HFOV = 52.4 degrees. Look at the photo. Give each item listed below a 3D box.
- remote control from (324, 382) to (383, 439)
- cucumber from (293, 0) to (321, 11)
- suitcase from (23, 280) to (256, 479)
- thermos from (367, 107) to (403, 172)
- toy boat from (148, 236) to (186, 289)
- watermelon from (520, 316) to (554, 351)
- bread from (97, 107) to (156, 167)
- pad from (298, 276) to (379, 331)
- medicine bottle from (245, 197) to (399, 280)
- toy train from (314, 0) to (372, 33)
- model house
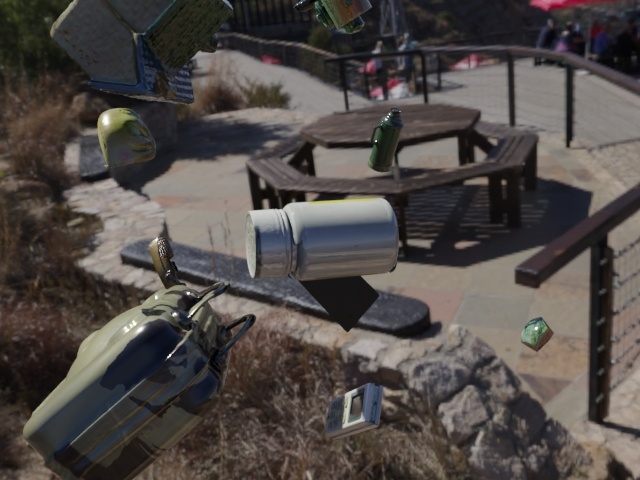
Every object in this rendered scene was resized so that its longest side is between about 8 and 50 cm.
[{"bbox_3d":[0.084,0.461,1.743,0.055,0.277,0.103,18,62,-14],"label":"remote control"},{"bbox_3d":[0.021,-0.564,1.451,0.184,0.036,0.033,-29,-23,7],"label":"cucumber"},{"bbox_3d":[-0.258,0.189,1.006,0.339,0.194,0.351,-40,8,1],"label":"suitcase"},{"bbox_3d":[0.191,-0.299,1.906,0.083,0.188,0.073,18,35,5],"label":"thermos"},{"bbox_3d":[-0.350,0.061,1.496,0.049,0.149,0.047,-27,-13,2],"label":"toy boat"},{"bbox_3d":[0.593,0.261,1.791,0.084,0.072,0.092,-36,20,-1],"label":"watermelon"},{"bbox_3d":[-0.580,-0.309,1.931,0.158,0.156,0.261,-14,54,-11],"label":"bread"},{"bbox_3d":[0.038,0.123,1.909,0.265,0.159,0.009,46,22,19],"label":"pad"},{"bbox_3d":[0.000,0.000,1.169,0.258,0.143,0.143,-5,20,-15],"label":"medicine bottle"},{"bbox_3d":[0.005,-0.550,1.309,0.116,0.285,0.177,-31,15,3],"label":"toy train"},{"bbox_3d":[-0.432,-0.551,1.753,0.382,0.342,0.334,-46,-6,14],"label":"model house"}]
